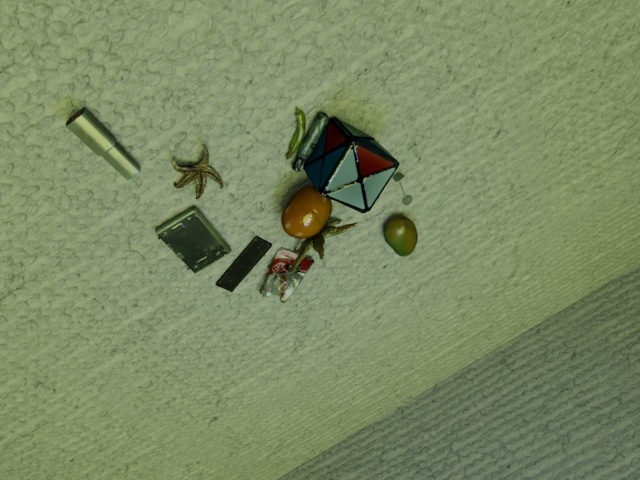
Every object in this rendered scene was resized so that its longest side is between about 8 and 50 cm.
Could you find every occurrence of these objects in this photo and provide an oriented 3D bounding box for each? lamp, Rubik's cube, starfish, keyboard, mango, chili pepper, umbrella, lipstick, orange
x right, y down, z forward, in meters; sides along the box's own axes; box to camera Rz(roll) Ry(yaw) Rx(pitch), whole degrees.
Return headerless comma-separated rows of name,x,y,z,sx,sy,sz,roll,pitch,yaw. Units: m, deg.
lamp,0.380,-0.224,1.952,0.050,0.056,0.198,-34,133,1
Rubik's cube,0.113,-0.290,1.667,0.250,0.246,0.248,20,116,-32
starfish,-0.001,-0.002,1.806,0.347,0.358,0.078,-31,103,-2
keyboard,-0.342,0.111,1.933,0.101,0.018,0.310,31,110,-34
mango,0.394,-0.013,2.070,0.156,0.114,0.251,-37,129,-2
starfish,-0.447,-0.256,1.598,0.213,0.057,0.238,7,126,-35
chili pepper,-0.086,-0.400,1.641,0.049,0.043,0.208,-18,134,-41
umbrella,-0.044,-0.379,1.666,0.052,0.053,0.250,17,118,-31
lipstick,-0.711,-0.315,1.433,0.077,0.079,0.253,-35,131,4
orange,-0.053,-0.108,1.746,0.171,0.240,0.240,36,108,-11

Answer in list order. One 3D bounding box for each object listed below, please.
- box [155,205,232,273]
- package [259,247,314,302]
box,-0.519,0.006,1.768,0.211,0.045,0.270,-30,130,0
package,-0.168,0.170,2.022,0.194,0.071,0.269,18,104,-34
